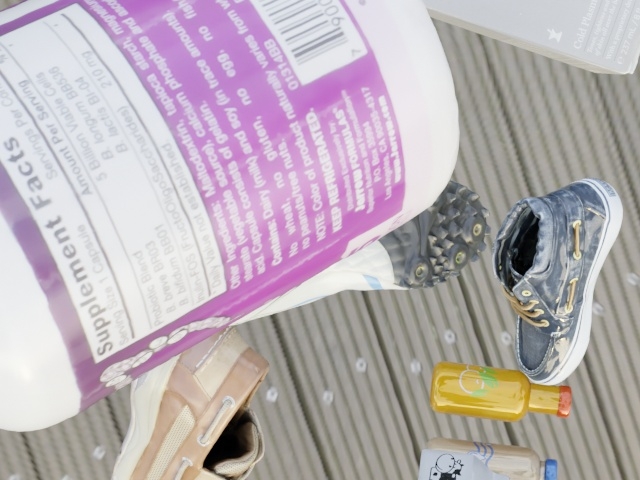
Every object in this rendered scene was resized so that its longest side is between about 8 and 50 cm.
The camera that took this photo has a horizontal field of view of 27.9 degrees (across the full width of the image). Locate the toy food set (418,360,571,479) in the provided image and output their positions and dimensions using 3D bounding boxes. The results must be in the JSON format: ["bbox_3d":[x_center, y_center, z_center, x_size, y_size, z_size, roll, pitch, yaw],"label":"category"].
[{"bbox_3d":[0.121,0.192,0.906,0.104,0.232,0.111,5,121,7],"label":"toy food set"}]

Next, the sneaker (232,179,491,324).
[{"bbox_3d":[0.000,0.000,0.855,0.237,0.086,0.085,-11,106,-19],"label":"sneaker"}]

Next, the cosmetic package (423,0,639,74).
[{"bbox_3d":[0.157,-0.232,1.077,0.238,0.107,0.127,16,98,-7],"label":"cosmetic package"}]

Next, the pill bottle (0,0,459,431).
[{"bbox_3d":[-0.103,-0.022,0.561,0.301,0.169,0.169,-29,95,-20],"label":"pill bottle"}]

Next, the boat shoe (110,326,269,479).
[{"bbox_3d":[-0.119,0.196,1.222,0.116,0.123,0.324,27,140,11],"label":"boat shoe"}]

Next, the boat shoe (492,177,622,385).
[{"bbox_3d":[0.163,0.038,0.979,0.083,0.065,0.183,-11,126,-32],"label":"boat shoe"}]
